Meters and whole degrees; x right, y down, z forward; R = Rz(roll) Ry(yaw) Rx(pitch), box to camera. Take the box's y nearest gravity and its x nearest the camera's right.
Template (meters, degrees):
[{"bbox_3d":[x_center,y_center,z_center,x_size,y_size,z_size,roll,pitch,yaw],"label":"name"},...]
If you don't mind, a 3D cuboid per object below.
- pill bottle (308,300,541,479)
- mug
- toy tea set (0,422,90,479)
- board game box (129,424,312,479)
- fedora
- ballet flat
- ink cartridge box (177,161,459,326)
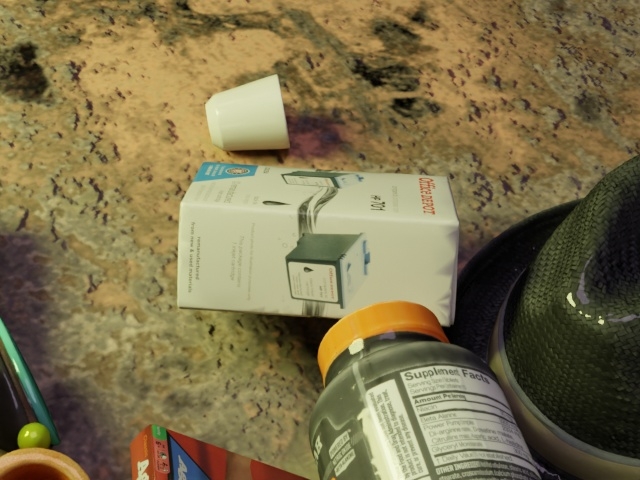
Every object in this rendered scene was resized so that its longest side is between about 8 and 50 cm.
[{"bbox_3d":[0.068,0.153,0.829,0.130,0.130,0.245,-8,47,-11],"label":"pill bottle"},{"bbox_3d":[-0.061,-0.100,1.129,0.064,0.078,0.062,-11,79,-2],"label":"mug"},{"bbox_3d":[-0.198,0.170,0.730,0.200,0.124,0.336,-31,79,-25],"label":"toy tea set"},{"bbox_3d":[-0.033,0.241,0.752,0.145,0.027,0.281,27,35,-34],"label":"board game box"},{"bbox_3d":[0.244,0.037,0.938,0.334,0.152,0.334,2,45,-2],"label":"fedora"},{"bbox_3d":[-0.257,0.059,0.934,0.096,0.095,0.280,-21,45,-10],"label":"ballet flat"},{"bbox_3d":[0.000,0.000,0.971,0.191,0.082,0.139,2,16,1],"label":"ink cartridge box"}]
